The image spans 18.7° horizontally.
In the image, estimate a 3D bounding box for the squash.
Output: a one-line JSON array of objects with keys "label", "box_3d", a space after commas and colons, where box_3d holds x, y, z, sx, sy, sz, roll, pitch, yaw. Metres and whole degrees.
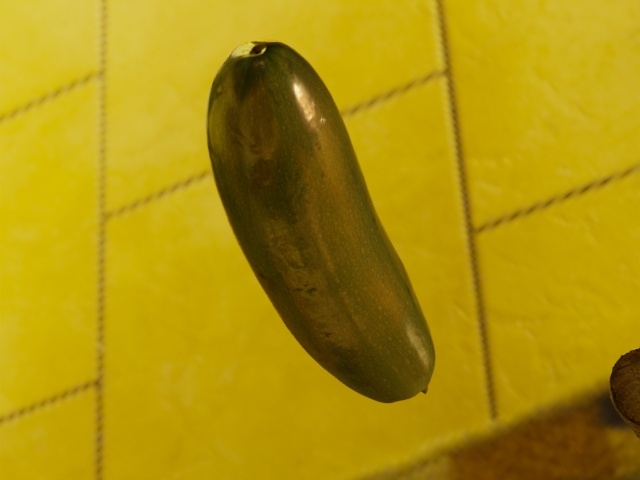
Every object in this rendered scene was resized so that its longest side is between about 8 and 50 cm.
[{"label": "squash", "box_3d": [-0.002, 0.000, 1.096, 0.082, 0.292, 0.082, -11, 48, 13]}]

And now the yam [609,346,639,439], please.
[{"label": "yam", "box_3d": [0.262, 0.126, 1.436, 0.070, 0.146, 0.069, -10, 65, 22]}]
